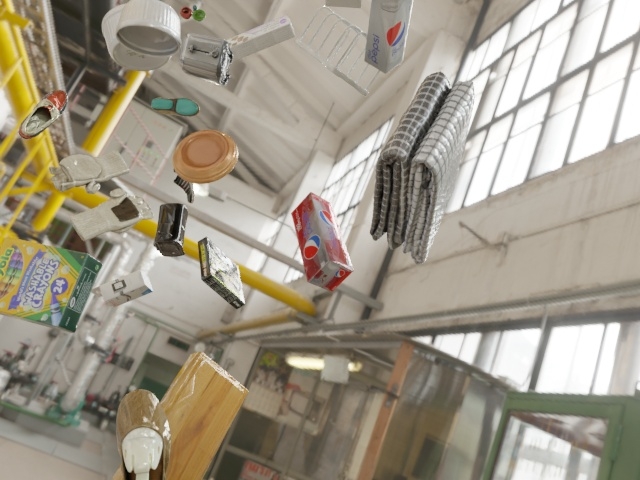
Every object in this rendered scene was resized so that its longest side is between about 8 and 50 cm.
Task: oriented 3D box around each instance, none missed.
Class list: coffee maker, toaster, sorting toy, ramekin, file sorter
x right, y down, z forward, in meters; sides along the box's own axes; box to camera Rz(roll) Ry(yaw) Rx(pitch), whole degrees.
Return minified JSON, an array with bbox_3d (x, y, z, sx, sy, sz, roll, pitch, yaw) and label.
[{"bbox_3d":[-0.559,-0.052,2.185,0.120,0.178,0.171,9,-32,-17],"label":"coffee maker"},{"bbox_3d":[-0.373,-0.593,1.894,0.146,0.129,0.227,15,2,-3],"label":"toaster"},{"bbox_3d":[-0.488,-0.865,2.217,0.101,0.061,0.042,17,-19,0],"label":"sorting toy"},{"bbox_3d":[-0.555,-0.697,1.884,0.207,0.109,0.207,4,-10,1],"label":"ramekin"},{"bbox_3d":[0.080,-0.680,2.052,0.192,0.173,0.278,20,22,-46],"label":"file sorter"},{"bbox_3d":[-0.679,-0.752,2.176,0.272,0.127,0.273,-10,-16,-3],"label":"ramekin"}]

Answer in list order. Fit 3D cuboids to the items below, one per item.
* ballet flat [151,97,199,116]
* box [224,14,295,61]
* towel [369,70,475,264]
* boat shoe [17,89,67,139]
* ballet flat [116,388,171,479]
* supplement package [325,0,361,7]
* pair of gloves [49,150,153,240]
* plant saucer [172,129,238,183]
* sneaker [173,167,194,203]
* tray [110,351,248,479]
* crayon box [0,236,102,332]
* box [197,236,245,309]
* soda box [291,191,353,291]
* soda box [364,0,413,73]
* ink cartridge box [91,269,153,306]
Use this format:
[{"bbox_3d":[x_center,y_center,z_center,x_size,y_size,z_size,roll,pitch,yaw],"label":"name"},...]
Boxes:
[{"bbox_3d":[-0.542,-0.506,2.198,0.206,0.073,0.067,14,-3,15],"label":"ballet flat"},{"bbox_3d":[-0.258,-0.755,2.189,0.323,0.063,0.067,-20,-37,8],"label":"box"},{"bbox_3d":[0.186,-0.132,1.077,0.121,0.235,0.284,19,-34,16],"label":"towel"},{"bbox_3d":[-0.569,-0.263,1.191,0.049,0.137,0.043,43,-29,-22],"label":"boat shoe"},{"bbox_3d":[-0.384,0.498,1.245,0.116,0.343,0.124,1,14,-14],"label":"ballet flat"},{"bbox_3d":[0.069,-0.748,1.581,0.105,0.180,0.105,5,-7,3],"label":"supplement package"},{"bbox_3d":[-0.563,-0.127,1.483,0.042,0.204,0.240,-45,-110,47],"label":"pair of gloves"},{"bbox_3d":[-0.349,-0.260,1.734,0.199,0.200,0.037,18,-27,16],"label":"plant saucer"},{"bbox_3d":[-0.543,-0.226,2.293,0.074,0.171,0.063,-11,28,-10],"label":"sneaker"},{"bbox_3d":[-0.379,0.540,1.619,0.203,0.411,0.076,45,-41,-20],"label":"tray"},{"bbox_3d":[-0.781,0.112,1.559,0.322,0.203,0.083,10,-20,16],"label":"crayon box"},{"bbox_3d":[-0.325,0.106,1.890,0.045,0.184,0.191,-29,-46,12],"label":"box"},{"bbox_3d":[0.000,0.000,1.491,0.083,0.263,0.092,25,-57,-33],"label":"soda box"},{"bbox_3d":[0.212,-0.669,1.784,0.098,0.091,0.286,38,-30,22],"label":"soda box"},{"bbox_3d":[-0.670,0.171,1.948,0.104,0.180,0.060,92,-26,-72],"label":"ink cartridge box"}]
